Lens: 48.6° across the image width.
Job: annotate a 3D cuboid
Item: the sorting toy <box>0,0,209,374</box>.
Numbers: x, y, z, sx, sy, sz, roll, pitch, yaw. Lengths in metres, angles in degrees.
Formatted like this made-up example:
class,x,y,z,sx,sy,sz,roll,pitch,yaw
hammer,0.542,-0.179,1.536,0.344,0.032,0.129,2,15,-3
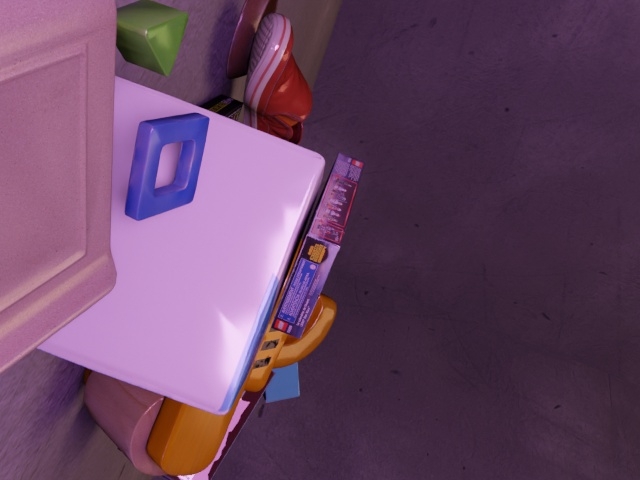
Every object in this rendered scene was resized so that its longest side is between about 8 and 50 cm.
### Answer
class,x,y,z,sx,sy,sz,roll,pitch,yaw
sorting toy,-0.173,-0.017,0.334,0.348,0.047,0.195,-45,152,-48

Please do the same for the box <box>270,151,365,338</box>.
class,x,y,z,sx,sy,sz,roll,pitch,yaw
box,0.000,0.000,0.569,0.137,0.027,0.093,-71,-177,-57

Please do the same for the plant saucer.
class,x,y,z,sx,sy,sz,roll,pitch,yaw
plant saucer,-0.100,-0.323,1.086,0.168,0.029,0.168,-158,-90,-90

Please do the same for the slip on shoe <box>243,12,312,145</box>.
class,x,y,z,sx,sy,sz,roll,pitch,yaw
slip on shoe,-0.059,-0.223,1.043,0.331,0.102,0.122,110,-10,-74

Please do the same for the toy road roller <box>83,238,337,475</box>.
class,x,y,z,sx,sy,sz,roll,pitch,yaw
toy road roller,-0.124,0.123,0.908,0.203,0.241,0.329,26,-88,44

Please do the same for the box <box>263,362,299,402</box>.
class,x,y,z,sx,sy,sz,roll,pitch,yaw
box,-0.081,0.137,1.177,0.100,0.060,0.244,-128,-148,-64

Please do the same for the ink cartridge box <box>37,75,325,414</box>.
class,x,y,z,sx,sy,sz,roll,pitch,yaw
ink cartridge box,-0.126,0.008,0.620,0.270,0.197,0.198,119,-8,-84

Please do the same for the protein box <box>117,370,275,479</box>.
class,x,y,z,sx,sy,sz,roll,pitch,yaw
protein box,-0.191,0.258,1.083,0.201,0.136,0.200,-58,-176,-18

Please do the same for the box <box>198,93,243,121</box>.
class,x,y,z,sx,sy,sz,roll,pitch,yaw
box,-0.174,-0.104,1.005,0.190,0.045,0.184,-71,-178,-70
